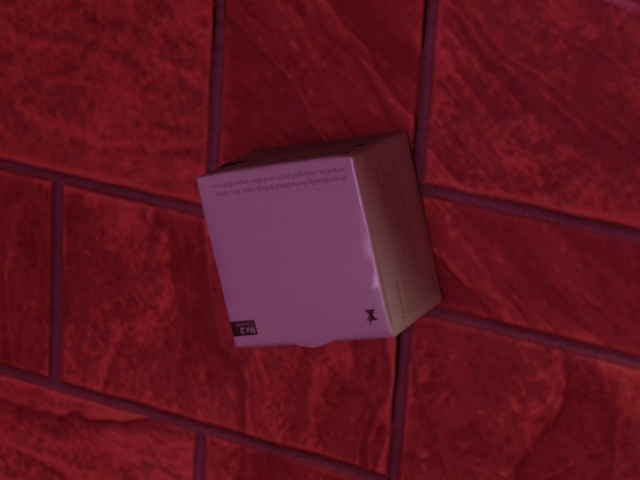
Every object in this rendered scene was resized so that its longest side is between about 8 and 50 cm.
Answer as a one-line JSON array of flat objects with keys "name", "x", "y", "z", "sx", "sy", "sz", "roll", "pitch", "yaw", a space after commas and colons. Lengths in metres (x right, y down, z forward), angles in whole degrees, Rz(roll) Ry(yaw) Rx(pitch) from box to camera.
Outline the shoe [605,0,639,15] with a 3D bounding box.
[{"name": "shoe", "x": 0.225, "y": -0.267, "z": 1.674, "sx": 0.178, "sy": 0.063, "sz": 0.081, "roll": 30, "pitch": 113, "yaw": 13}]

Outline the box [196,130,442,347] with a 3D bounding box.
[{"name": "box", "x": 0.000, "y": 0.000, "z": 1.853, "sx": 0.181, "sy": 0.119, "sz": 0.182, "roll": -6, "pitch": 103, "yaw": 30}]
